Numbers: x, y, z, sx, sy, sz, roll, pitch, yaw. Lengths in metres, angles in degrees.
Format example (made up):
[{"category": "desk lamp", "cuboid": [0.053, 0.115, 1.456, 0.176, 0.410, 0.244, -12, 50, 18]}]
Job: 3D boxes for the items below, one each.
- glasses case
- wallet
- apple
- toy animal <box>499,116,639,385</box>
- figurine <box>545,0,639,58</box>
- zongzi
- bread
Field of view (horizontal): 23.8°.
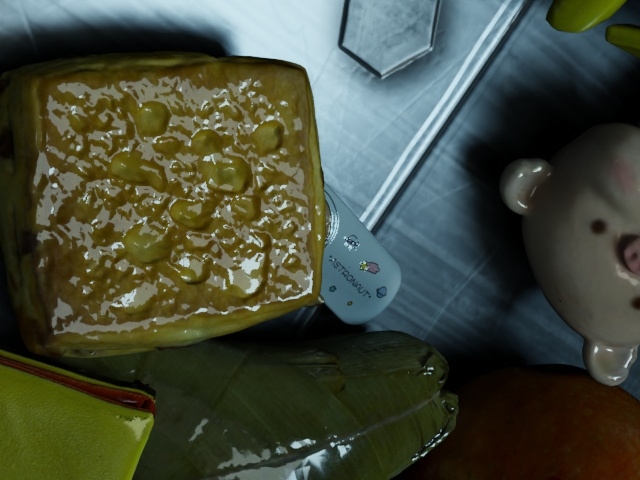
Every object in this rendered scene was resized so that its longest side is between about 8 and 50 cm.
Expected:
[{"category": "glasses case", "cuboid": [0.000, 0.000, 1.211, 0.067, 0.045, 0.178, -46, 125, -3]}, {"category": "wallet", "cuboid": [-0.246, 0.134, 1.071, 0.241, 0.067, 0.141, 19, 108, -4]}, {"category": "apple", "cuboid": [0.190, 0.214, 1.320, 0.230, 0.230, 0.230, -12, 117, -25]}, {"category": "toy animal", "cuboid": [0.293, -0.030, 1.290, 0.210, 0.229, 0.221, 58, 33, -7]}, {"category": "figurine", "cuboid": [0.347, -0.197, 1.180, 0.326, 0.218, 0.169, 21, 69, -31]}, {"category": "zongzi", "cuboid": [-0.057, 0.093, 1.181, 0.274, 0.145, 0.300, -35, 107, -22]}, {"category": "bread", "cuboid": [-0.113, -0.029, 1.082, 0.235, 0.099, 0.211, -6, 94, -22]}]
